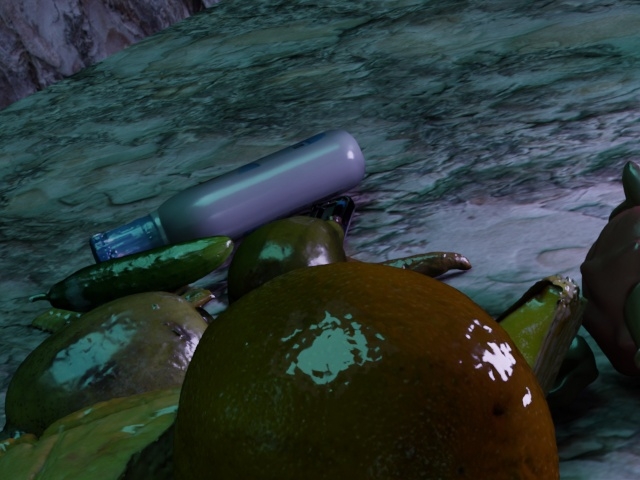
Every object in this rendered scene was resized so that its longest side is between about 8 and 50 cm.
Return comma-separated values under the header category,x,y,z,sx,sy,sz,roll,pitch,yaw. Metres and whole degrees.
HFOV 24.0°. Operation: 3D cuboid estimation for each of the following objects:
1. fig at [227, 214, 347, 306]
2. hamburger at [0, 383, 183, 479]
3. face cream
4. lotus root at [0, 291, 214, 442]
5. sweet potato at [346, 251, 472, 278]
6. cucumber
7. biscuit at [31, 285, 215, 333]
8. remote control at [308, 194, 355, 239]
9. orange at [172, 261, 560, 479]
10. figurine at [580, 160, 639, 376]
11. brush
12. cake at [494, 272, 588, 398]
category,x,y,z,sx,sy,sz,roll,pitch,yaw
fig,-0.029,0.039,1.486,0.126,0.133,0.185,-33,12,10
hamburger,-0.173,0.226,1.079,0.209,0.162,0.330,-11,26,35
face cream,-0.114,-0.039,1.820,0.336,0.080,0.163,-23,3,-11
lotus root,-0.206,0.147,1.356,0.278,0.154,0.154,-35,24,-24
sweet potato,0.048,0.034,1.548,0.214,0.050,0.050,-5,24,27
cucumber,-0.215,0.045,1.718,0.250,0.056,0.056,-16,20,11
biscuit,-0.232,0.079,1.748,0.139,0.016,0.231,-33,22,-28
remote control,0.000,0.000,1.705,0.059,0.028,0.212,-12,20,14
orange,0.021,0.139,0.984,0.264,0.264,0.264,-18,20,7
figurine,0.287,0.009,1.201,0.207,0.166,0.387,-26,8,40
brush,0.073,0.145,1.201,0.301,0.071,0.084,-22,8,-2
cake,0.118,0.102,1.136,0.116,0.185,0.079,18,3,27
